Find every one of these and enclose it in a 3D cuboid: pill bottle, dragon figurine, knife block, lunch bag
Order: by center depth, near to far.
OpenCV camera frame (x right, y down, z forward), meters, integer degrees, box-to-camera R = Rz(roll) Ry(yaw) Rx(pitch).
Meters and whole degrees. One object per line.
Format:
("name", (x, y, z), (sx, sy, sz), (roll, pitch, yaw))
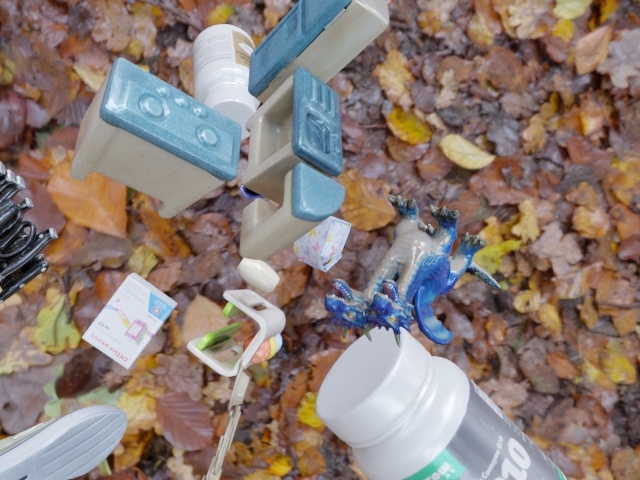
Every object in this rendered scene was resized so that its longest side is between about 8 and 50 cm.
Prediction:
("dragon figurine", (0.098, 0.049, 0.634), (0.289, 0.085, 0.144), (33, 77, -60))
("knife block", (-0.440, 0.035, 0.698), (0.088, 0.242, 0.275), (42, 35, 27))
("pill bottle", (0.175, 0.301, 0.926), (0.361, 0.204, 0.204), (44, 67, -14))
("lunch bag", (0.000, 0.000, 0.992), (0.053, 0.071, 0.083), (18, 93, -43))
("pill bottle", (-0.183, -0.307, 1.256), (0.131, 0.131, 0.229), (9, 47, -23))

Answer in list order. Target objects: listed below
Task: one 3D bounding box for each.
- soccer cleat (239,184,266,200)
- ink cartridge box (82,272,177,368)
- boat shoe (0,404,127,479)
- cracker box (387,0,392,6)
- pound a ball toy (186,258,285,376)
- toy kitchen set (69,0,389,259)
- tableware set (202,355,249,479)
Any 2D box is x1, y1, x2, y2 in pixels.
("soccer cleat", (-0.075, -0.183, 1.505), (0.093, 0.289, 0.121), (55, 29, 1))
("ink cartridge box", (-0.300, 0.127, 1.013), (0.088, 0.052, 0.122), (37, 90, -7))
("boat shoe", (-0.443, 0.328, 0.999), (0.302, 0.094, 0.109), (-17, 118, -55))
("cracker box", (0.062, -0.351, 0.592), (0.067, 0.232, 0.156), (18, 54, 13))
("pound a ball toy", (-0.124, 0.151, 1.245), (0.135, 0.319, 0.208), (35, 89, 5))
("toy kitchen set", (-0.048, -0.116, 0.422), (0.166, 0.122, 0.207), (26, 46, -33))
("tableware set", (-0.114, 0.232, 0.762), (0.020, 0.141, 0.169), (17, 30, -1))
